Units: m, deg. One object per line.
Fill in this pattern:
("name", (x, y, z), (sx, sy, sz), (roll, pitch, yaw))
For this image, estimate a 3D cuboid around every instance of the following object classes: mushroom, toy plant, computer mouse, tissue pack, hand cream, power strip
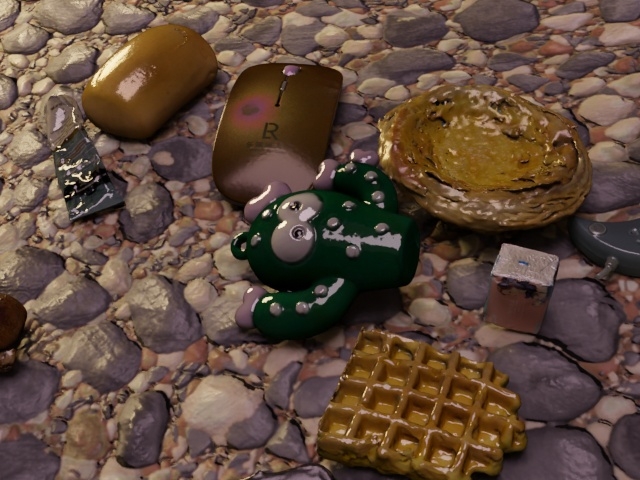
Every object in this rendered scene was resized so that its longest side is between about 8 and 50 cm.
("mushroom", (-0.411, 0.114, 1.159), (0.127, 0.087, 0.127), (-17, 29, 10))
("toy plant", (-0.002, 0.004, 1.184), (0.243, 0.112, 0.232), (-21, 53, 11))
("computer mouse", (-0.058, -0.167, 1.386), (0.158, 0.071, 0.310), (6, 47, 8))
("tissue pack", (0.232, 0.058, 1.131), (0.074, 0.094, 0.058), (13, 48, 13))
("hand cream", (-0.348, -0.123, 1.395), (0.075, 0.052, 0.248), (-33, 55, 6))
("power strip", (0.408, -0.013, 1.216), (0.216, 0.044, 0.137), (-28, 52, -20))

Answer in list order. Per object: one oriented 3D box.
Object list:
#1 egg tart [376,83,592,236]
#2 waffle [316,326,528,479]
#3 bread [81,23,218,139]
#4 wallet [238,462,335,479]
("egg tart", (0.205, -0.092, 1.272), (0.291, 0.107, 0.290), (0, 44, 0))
("waffle", (0.118, 0.189, 1.047), (0.211, 0.055, 0.160), (14, 49, 17))
("bread", (-0.259, -0.249, 1.464), (0.147, 0.098, 0.217), (18, 50, 25))
("wallet", (-0.117, 0.328, 0.948), (0.310, 0.042, 0.165), (-15, 49, -7))
